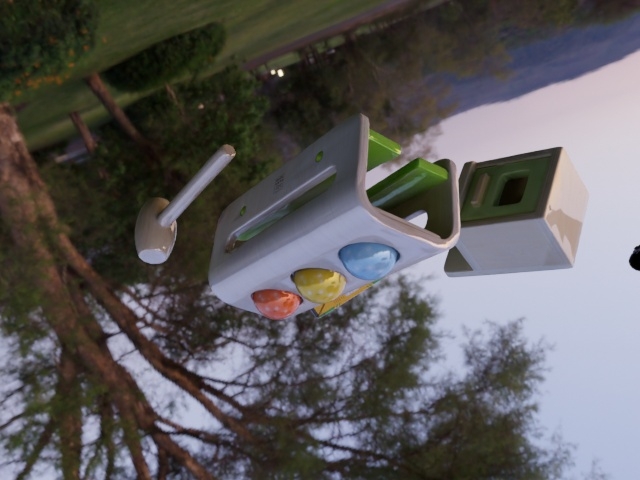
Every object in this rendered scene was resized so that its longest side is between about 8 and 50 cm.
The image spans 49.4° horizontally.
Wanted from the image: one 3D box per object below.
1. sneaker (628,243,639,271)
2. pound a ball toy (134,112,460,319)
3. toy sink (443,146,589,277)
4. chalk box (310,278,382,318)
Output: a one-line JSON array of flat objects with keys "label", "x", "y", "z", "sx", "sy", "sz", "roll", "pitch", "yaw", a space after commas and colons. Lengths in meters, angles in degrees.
[{"label": "sneaker", "x": 0.625, "y": -0.013, "z": 1.162, "sx": 0.118, "sy": 0.083, "sz": 0.222, "roll": -32, "pitch": 167, "yaw": -31}, {"label": "pound a ball toy", "x": -0.044, "y": -0.004, "z": 0.718, "sx": 0.208, "sy": 0.136, "sz": 0.319, "roll": 21, "pitch": 149, "yaw": -31}, {"label": "toy sink", "x": 0.292, "y": -0.044, "z": 1.138, "sx": 0.234, "sy": 0.131, "sz": 0.153, "roll": -7, "pitch": -134, "yaw": 43}, {"label": "chalk box", "x": 0.000, "y": 0.000, "z": 1.083, "sx": 0.132, "sy": 0.132, "sz": 0.213, "roll": -32, "pitch": -159, "yaw": 1}]
